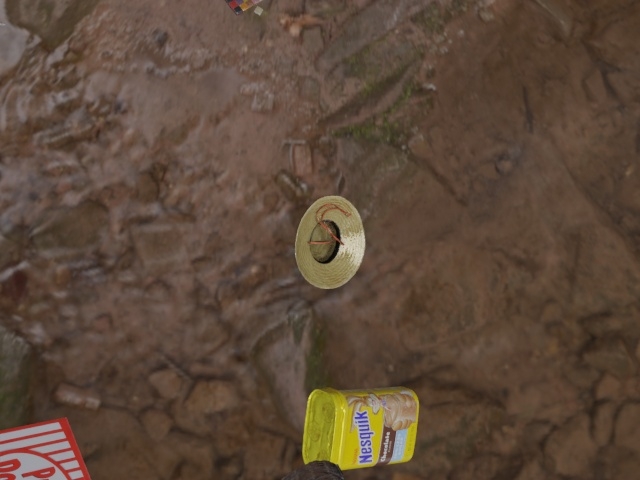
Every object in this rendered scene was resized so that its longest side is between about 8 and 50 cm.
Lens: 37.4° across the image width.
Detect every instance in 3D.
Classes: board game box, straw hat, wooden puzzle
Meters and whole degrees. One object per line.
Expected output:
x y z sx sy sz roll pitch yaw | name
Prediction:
-0.298 0.248 0.849 0.193 0.147 0.045 -5 145 -43 | board game box
0.000 0.000 1.475 0.144 0.061 0.144 -6 100 -36 | straw hat
-0.110 -0.339 1.296 0.049 0.006 0.083 -36 86 -21 | wooden puzzle

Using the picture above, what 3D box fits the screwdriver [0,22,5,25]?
-0.488 -0.298 1.238 0.024 0.025 0.170 -30 153 35 | screwdriver

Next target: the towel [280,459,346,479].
-0.063 0.361 0.992 0.283 0.235 0.121 -43 89 -7 | towel

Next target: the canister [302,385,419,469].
0.064 0.285 1.440 0.170 0.073 0.126 3 95 -37 | canister
